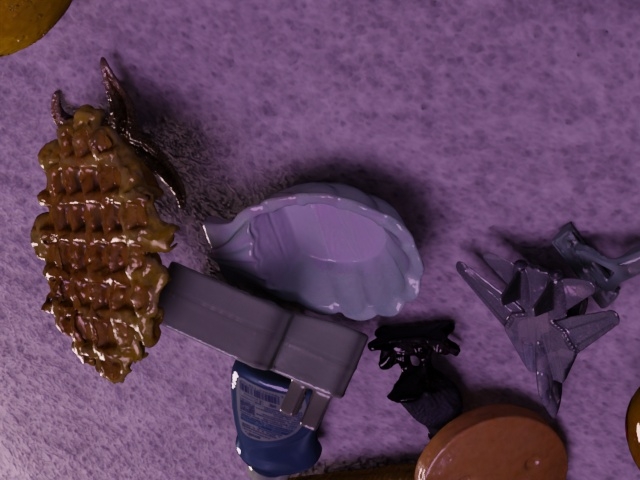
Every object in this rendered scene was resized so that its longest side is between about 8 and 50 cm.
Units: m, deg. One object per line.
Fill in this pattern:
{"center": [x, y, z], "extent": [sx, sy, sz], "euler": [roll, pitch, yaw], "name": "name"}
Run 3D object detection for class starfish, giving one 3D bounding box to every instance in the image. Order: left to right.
{"center": [-0.256, -0.126, 1.458], "extent": [0.213, 0.057, 0.238], "euler": [23, 127, 15], "name": "starfish"}

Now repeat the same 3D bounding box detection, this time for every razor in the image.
{"center": [0.398, -0.004, 1.244], "extent": [0.278, 0.056, 0.111], "euler": [-24, 113, 39], "name": "razor"}

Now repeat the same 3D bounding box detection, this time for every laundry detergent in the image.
{"center": [-0.062, 0.267, 1.685], "extent": [0.143, 0.094, 0.290], "euler": [14, 136, 7], "name": "laundry detergent"}

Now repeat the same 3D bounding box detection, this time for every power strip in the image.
{"center": [-0.083, 0.137, 1.474], "extent": [0.261, 0.141, 0.229], "euler": [23, 177, 6], "name": "power strip"}

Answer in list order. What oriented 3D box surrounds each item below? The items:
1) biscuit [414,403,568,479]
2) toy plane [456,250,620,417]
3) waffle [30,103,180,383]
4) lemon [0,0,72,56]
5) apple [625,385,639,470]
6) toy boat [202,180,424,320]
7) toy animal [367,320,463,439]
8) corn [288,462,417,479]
{"center": [0.242, 0.381, 1.568], "extent": [0.275, 0.052, 0.355], "euler": [-9, 119, -11], "name": "biscuit"}
{"center": [0.281, 0.122, 1.391], "extent": [0.212, 0.088, 0.267], "euler": [18, 149, 34], "name": "toy plane"}
{"center": [-0.275, 0.005, 1.405], "extent": [0.325, 0.068, 0.302], "euler": [56, 135, 33], "name": "waffle"}
{"center": [-0.377, -0.327, 1.199], "extent": [0.258, 0.258, 0.310], "euler": [16, 130, 12], "name": "lemon"}
{"center": [0.449, 0.230, 1.336], "extent": [0.182, 0.182, 0.155], "euler": [0, 162, 26], "name": "apple"}
{"center": [0.000, 0.000, 1.410], "extent": [0.290, 0.100, 0.199], "euler": [2, 128, 24], "name": "toy boat"}
{"center": [0.148, 0.211, 1.512], "extent": [0.121, 0.117, 0.210], "euler": [-11, 121, 25], "name": "toy animal"}
{"center": [0.074, 0.398, 1.711], "extent": [0.363, 0.120, 0.120], "euler": [-12, 122, 37], "name": "corn"}
